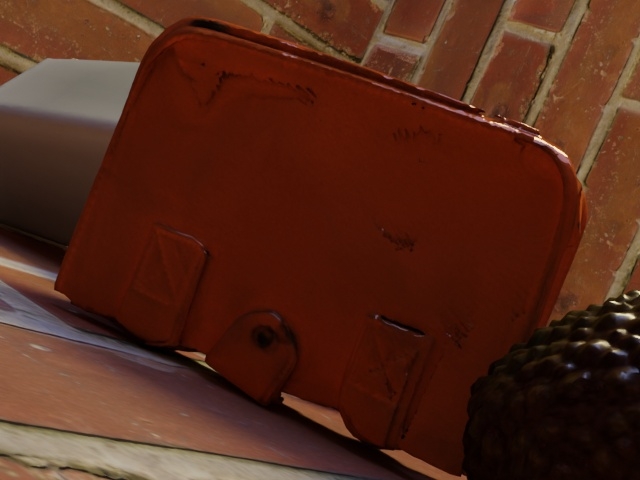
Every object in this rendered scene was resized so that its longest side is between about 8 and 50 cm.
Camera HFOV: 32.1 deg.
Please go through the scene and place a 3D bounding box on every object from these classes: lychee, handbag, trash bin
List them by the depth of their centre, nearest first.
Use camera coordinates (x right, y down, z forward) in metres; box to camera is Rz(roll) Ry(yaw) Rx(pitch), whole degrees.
[{"bbox_3d":[0.238,0.148,0.788,0.271,0.235,0.236,10,-2,10],"label":"lychee"},{"bbox_3d":[0.000,0.000,0.971,0.410,0.303,0.116,22,1,15],"label":"handbag"},{"bbox_3d":[-0.228,-0.086,1.343,0.368,0.255,0.296,12,36,21],"label":"trash bin"}]

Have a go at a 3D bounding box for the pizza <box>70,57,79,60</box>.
[{"bbox_3d":[-0.273,-0.100,1.625,0.278,0.114,0.408,1,-39,28],"label":"pizza"}]
